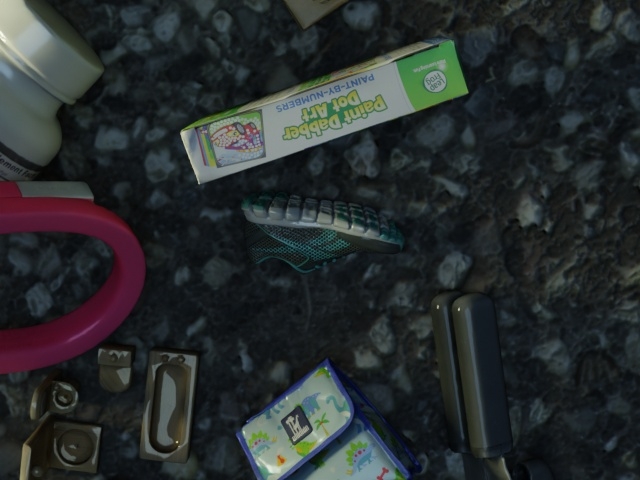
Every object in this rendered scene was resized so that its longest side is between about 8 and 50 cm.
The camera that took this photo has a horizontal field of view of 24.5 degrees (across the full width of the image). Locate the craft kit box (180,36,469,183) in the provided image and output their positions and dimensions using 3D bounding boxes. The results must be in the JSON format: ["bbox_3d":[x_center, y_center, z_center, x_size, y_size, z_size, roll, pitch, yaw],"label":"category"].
[{"bbox_3d":[0.005,-0.126,1.366,0.247,0.250,0.061,-16,97,4],"label":"craft kit box"}]

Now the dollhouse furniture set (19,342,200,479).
[{"bbox_3d":[-0.208,0.182,1.471,0.151,0.123,0.144,7,97,1],"label":"dollhouse furniture set"}]

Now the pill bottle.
[{"bbox_3d":[-0.363,-0.098,1.416,0.318,0.176,0.176,-44,94,6],"label":"pill bottle"}]

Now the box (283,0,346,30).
[{"bbox_3d":[-0.005,-0.336,1.455,0.164,0.021,0.201,-33,95,5],"label":"box"}]

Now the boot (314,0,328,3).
[{"bbox_3d":[0.128,-0.307,1.398,0.229,0.091,0.263,23,97,-24],"label":"boot"}]

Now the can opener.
[{"bbox_3d":[0.180,0.187,1.499,0.095,0.076,0.283,-11,97,-29],"label":"can opener"}]

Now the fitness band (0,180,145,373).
[{"bbox_3d":[-0.306,0.042,1.407,0.291,0.054,0.209,-2,128,-32],"label":"fitness band"}]

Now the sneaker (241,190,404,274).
[{"bbox_3d":[0.000,0.000,1.484,0.166,0.065,0.076,10,113,4],"label":"sneaker"}]

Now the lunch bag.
[{"bbox_3d":[0.006,0.214,1.489,0.129,0.096,0.151,-39,80,8],"label":"lunch bag"}]
